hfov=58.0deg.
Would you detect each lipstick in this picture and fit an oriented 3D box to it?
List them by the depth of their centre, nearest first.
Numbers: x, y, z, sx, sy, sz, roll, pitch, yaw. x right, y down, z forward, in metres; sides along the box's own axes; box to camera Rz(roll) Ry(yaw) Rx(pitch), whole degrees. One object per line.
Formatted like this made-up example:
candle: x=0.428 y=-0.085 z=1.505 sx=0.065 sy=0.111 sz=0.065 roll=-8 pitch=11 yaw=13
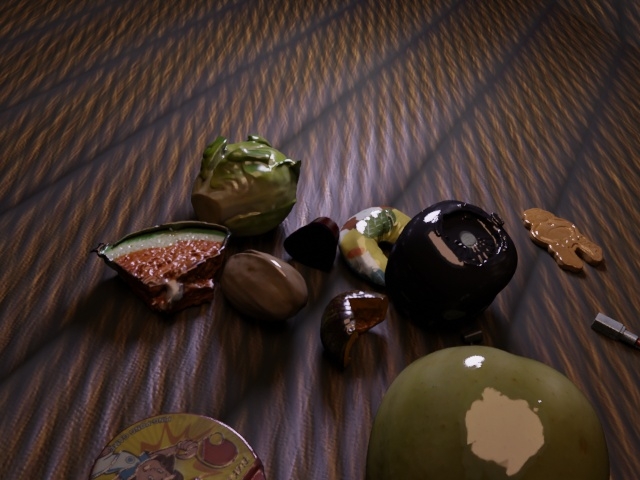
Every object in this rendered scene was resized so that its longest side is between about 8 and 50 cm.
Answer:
lipstick: x=0.678 y=0.211 z=1.295 sx=0.129 sy=0.030 sz=0.030 roll=30 pitch=46 yaw=24

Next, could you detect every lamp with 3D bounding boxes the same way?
lamp: x=0.333 y=0.237 z=1.221 sx=0.054 sy=0.041 sz=0.121 roll=-13 pitch=42 yaw=-10

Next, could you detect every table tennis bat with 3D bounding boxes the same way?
table tennis bat: x=-0.187 y=0.428 z=0.926 sx=0.415 sy=0.051 sz=0.268 roll=23 pitch=44 yaw=21

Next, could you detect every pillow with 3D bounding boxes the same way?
pillow: x=0.157 y=0.008 z=1.424 sx=0.233 sy=0.086 sz=0.214 roll=-22 pitch=60 yaw=-32

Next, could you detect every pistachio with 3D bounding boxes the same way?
pistachio: x=-0.125 y=0.095 z=1.241 sx=0.138 sy=0.153 sz=0.238 roll=-20 pitch=21 yaw=-40

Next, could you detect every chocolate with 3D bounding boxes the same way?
chocolate: x=0.000 y=0.000 z=1.374 sx=0.125 sy=0.149 sz=0.080 roll=46 pitch=42 yaw=-13

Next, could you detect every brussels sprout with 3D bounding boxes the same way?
brussels sprout: x=-0.184 y=-0.141 z=1.437 sx=0.259 sy=0.227 sz=0.294 roll=19 pitch=49 yaw=35

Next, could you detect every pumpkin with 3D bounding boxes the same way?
pumpkin: x=0.055 y=0.167 z=1.196 sx=0.108 sy=0.119 sz=0.183 roll=28 pitch=40 yaw=20

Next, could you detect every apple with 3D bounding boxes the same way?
apple: x=0.242 y=0.341 z=0.863 sx=0.357 sy=0.357 sz=0.357 roll=4 pitch=42 yaw=-3

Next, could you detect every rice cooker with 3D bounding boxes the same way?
rice cooker: x=0.283 y=0.047 z=1.258 sx=0.267 sy=0.224 sz=0.267 roll=9 pitch=51 yaw=-11

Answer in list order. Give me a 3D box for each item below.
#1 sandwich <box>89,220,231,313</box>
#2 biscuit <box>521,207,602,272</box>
sandwich: x=-0.324 y=0.058 z=1.282 sx=0.292 sy=0.109 sz=0.212 roll=-25 pitch=57 yaw=-28
biscuit: x=0.635 y=-0.010 z=1.539 sx=0.144 sy=0.040 sz=0.236 roll=-10 pitch=46 yaw=-26
